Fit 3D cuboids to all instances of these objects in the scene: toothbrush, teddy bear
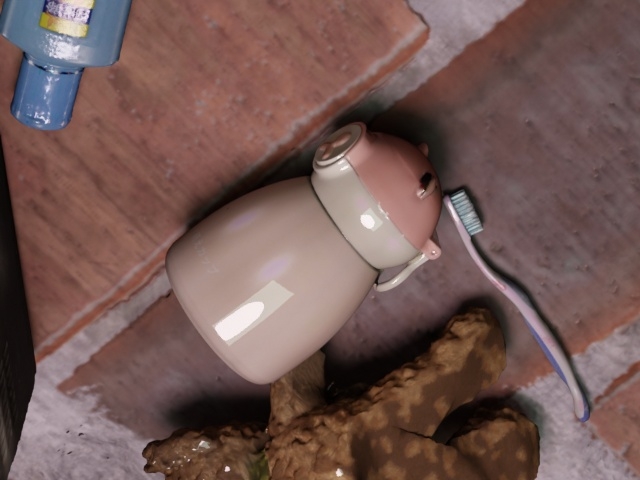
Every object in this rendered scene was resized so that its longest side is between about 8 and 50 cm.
[{"bbox_3d":[0.180,0.062,1.562,0.027,0.021,0.269,-25,115,19],"label":"toothbrush"},{"bbox_3d":[0.024,0.194,1.575,0.296,0.222,0.246,-34,114,-31],"label":"teddy bear"}]

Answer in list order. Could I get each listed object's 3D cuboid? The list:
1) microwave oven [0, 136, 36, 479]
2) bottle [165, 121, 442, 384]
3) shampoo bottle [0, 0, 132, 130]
[{"bbox_3d":[-0.467,0.082,1.376,0.432,0.374,0.236,-6,108,0],"label":"microwave oven"},{"bbox_3d":[0.000,0.000,1.467,0.236,0.147,0.147,-37,112,10],"label":"bottle"},{"bbox_3d":[-0.197,-0.209,1.400,0.104,0.061,0.258,16,117,-6],"label":"shampoo bottle"}]
